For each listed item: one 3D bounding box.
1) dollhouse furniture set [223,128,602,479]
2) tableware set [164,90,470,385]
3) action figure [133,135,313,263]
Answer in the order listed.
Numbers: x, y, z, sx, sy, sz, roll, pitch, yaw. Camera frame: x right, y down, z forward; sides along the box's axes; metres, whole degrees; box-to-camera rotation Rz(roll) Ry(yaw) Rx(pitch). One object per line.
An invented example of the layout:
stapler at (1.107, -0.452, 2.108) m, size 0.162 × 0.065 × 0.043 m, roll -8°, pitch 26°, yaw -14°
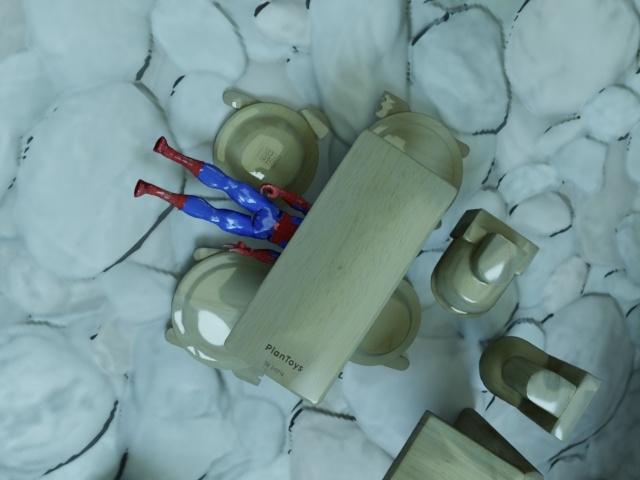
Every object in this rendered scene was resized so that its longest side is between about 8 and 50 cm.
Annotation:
dollhouse furniture set at (0.042, 0.050, 0.391) m, size 0.151 × 0.123 × 0.144 m, roll 33°, pitch 89°, yaw -2°
tableware set at (0.000, 0.000, 0.404) m, size 0.141 × 0.020 × 0.168 m, roll 11°, pitch 97°, yaw -15°
action figure at (-0.031, -0.011, 0.370) m, size 0.115 × 0.030 × 0.038 m, roll 24°, pitch 90°, yaw -19°
